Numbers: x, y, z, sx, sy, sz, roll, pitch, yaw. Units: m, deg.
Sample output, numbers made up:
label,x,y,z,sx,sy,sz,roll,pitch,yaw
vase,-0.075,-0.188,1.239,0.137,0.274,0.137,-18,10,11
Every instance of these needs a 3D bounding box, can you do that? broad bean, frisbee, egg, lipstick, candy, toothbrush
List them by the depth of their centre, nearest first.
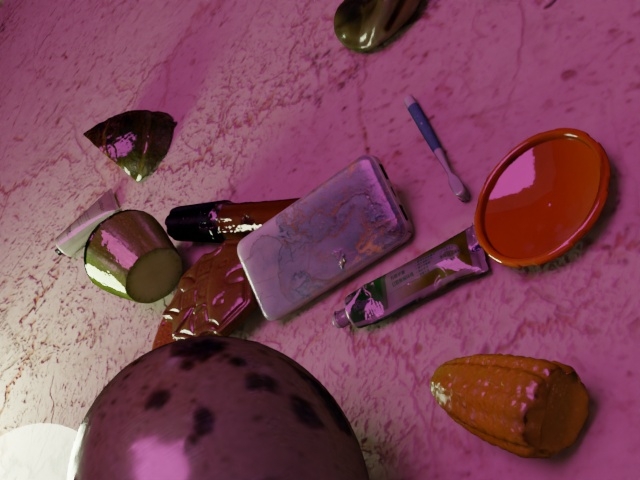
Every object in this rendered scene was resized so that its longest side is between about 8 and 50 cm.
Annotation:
label,x,y,z,sx,sy,sz,roll,pitch,yaw
candy,0.194,0.172,1.041,0.199,0.094,0.106,5,68,60
egg,-0.108,0.306,1.082,0.345,0.345,0.428,-48,49,13
frisbee,0.275,-0.049,1.164,0.192,0.035,0.192,-31,42,33
toothbrush,0.168,-0.140,1.383,0.019,0.025,0.276,-38,36,16
lipstick,-0.128,-0.034,1.605,0.418,0.077,0.077,-1,62,49
broad bean,0.097,-0.402,1.646,0.206,0.072,0.153,-18,47,58

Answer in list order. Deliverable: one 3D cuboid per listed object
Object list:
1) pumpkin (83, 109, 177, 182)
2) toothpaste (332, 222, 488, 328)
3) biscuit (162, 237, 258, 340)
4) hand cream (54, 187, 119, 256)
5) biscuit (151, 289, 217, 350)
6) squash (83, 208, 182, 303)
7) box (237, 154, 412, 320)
label,x,y,z,sx,sy,sz,roll,pitch,yaw
pumpkin,-0.433,-0.252,2.126,0.163,0.111,0.278,-52,34,-2
toothpaste,0.115,0.061,1.266,0.248,0.047,0.078,-31,46,29
biscuit,-0.186,0.089,1.551,0.215,0.034,0.182,-26,45,31
hand cream,-0.525,-0.033,2.114,0.186,0.054,0.087,-43,41,8
biscuit,-0.199,0.135,1.587,0.192,0.036,0.186,-1,60,48
squash,-0.336,0.041,1.736,0.123,0.170,0.170,35,92,40
box,0.000,0.000,1.407,0.285,0.044,0.142,-34,70,28
